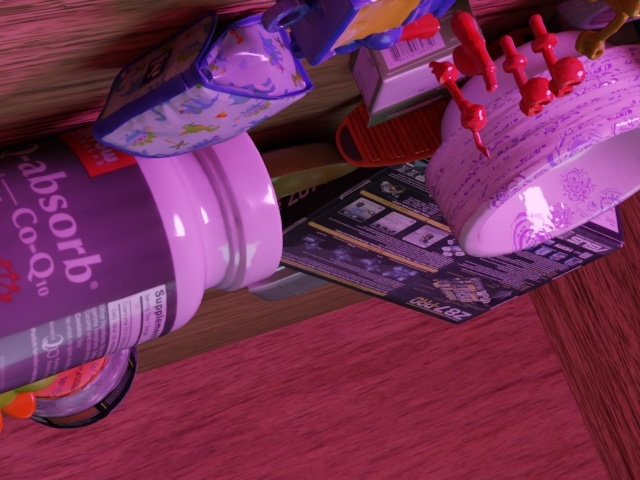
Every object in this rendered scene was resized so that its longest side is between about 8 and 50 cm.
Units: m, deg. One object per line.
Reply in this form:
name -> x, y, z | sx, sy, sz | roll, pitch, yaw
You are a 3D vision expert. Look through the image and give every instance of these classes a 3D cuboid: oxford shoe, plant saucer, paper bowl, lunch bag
oxford shoe -> 0.147, -0.154, 1.972 | 0.271, 0.096, 0.098 | -23, 179, 4
plant saucer -> -0.073, -0.072, 2.022 | 0.241, 0.037, 0.241 | -15, 176, -1
paper bowl -> 0.243, -0.113, 1.821 | 0.284, 0.148, 0.284 | -24, 161, -9
lunch bag -> -0.104, -0.127, 1.438 | 0.129, 0.096, 0.151 | -27, 180, 34

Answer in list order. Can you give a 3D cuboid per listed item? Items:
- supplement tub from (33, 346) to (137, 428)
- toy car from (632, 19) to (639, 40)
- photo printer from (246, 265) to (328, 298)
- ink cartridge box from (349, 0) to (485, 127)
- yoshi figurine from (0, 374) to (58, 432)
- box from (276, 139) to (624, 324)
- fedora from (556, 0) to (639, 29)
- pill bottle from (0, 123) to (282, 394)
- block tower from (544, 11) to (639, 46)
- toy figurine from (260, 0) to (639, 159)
supplement tub -> -0.338, 0.140, 2.232 | 0.194, 0.193, 0.316 | -21, 172, -8
toy car -> 0.457, -0.256, 1.944 | 0.210, 0.219, 0.238 | -26, 143, -4
photo printer -> 0.000, 0.000, 2.540 | 0.256, 0.107, 0.307 | -23, 173, 4
ink cartridge box -> 0.092, -0.181, 1.738 | 0.109, 0.062, 0.209 | -22, 173, -6
yoshi figurine -> -0.482, 0.118, 1.961 | 0.362, 0.203, 0.203 | -7, 129, -9
box -> 0.148, -0.023, 2.246 | 0.395, 0.097, 0.318 | 19, 144, -36
fedora -> 0.314, -0.276, 1.479 | 0.244, 0.124, 0.275 | -17, 179, -19
pill bottle -> -0.234, 0.009, 1.577 | 0.363, 0.210, 0.210 | -20, 172, -23
block tower -> 0.291, -0.194, 2.097 | 0.091, 0.097, 0.335 | -20, 173, -15
toy figurine -> 0.069, -0.178, 1.286 | 0.217, 0.191, 0.362 | -14, 168, -22
